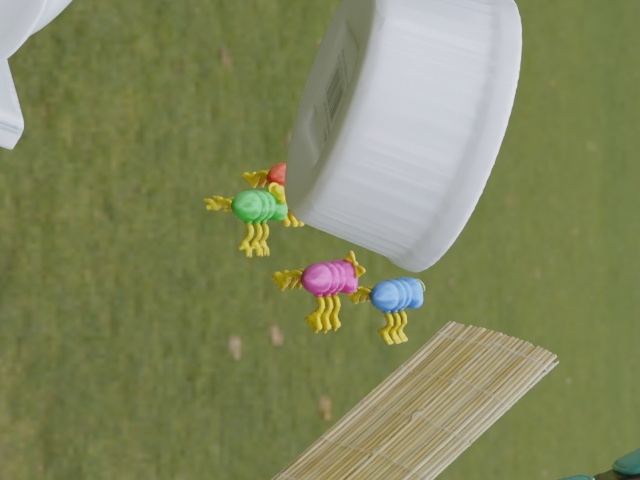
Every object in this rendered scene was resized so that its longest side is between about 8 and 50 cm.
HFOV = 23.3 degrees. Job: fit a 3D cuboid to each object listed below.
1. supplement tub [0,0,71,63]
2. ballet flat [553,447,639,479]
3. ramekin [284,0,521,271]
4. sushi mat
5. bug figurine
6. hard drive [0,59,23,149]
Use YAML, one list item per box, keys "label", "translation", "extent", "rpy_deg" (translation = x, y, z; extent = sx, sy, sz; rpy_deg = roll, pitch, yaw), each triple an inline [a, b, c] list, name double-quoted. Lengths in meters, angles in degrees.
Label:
- label: "supplement tub"
  translation: [-0.235, -0.261, 0.978]
  extent: [0.325, 0.235, 0.235]
  rpy_deg: [-85, 167, -54]
- label: "ballet flat"
  translation: [0.323, 0.292, 1.645]
  extent: [0.139, 0.400, 0.139]
  rpy_deg: [160, -90, -90]
- label: "ramekin"
  translation: [0.068, -0.120, 1.450]
  extent: [0.277, 0.135, 0.277]
  rpy_deg: [-163, -90, -76]
- label: "sushi mat"
  translation: [0.099, 0.191, 1.630]
  extent: [0.316, 0.151, 0.019]
  rpy_deg: [-38, 126, -32]
- label: "bug figurine"
  translation: [0.000, 0.000, 1.757]
  extent: [0.072, 0.279, 0.216]
  rpy_deg: [-51, 160, 26]
- label: "hard drive"
  translation: [-0.552, -0.245, 1.933]
  extent: [0.353, 0.047, 0.233]
  rpy_deg: [20, 29, -33]
